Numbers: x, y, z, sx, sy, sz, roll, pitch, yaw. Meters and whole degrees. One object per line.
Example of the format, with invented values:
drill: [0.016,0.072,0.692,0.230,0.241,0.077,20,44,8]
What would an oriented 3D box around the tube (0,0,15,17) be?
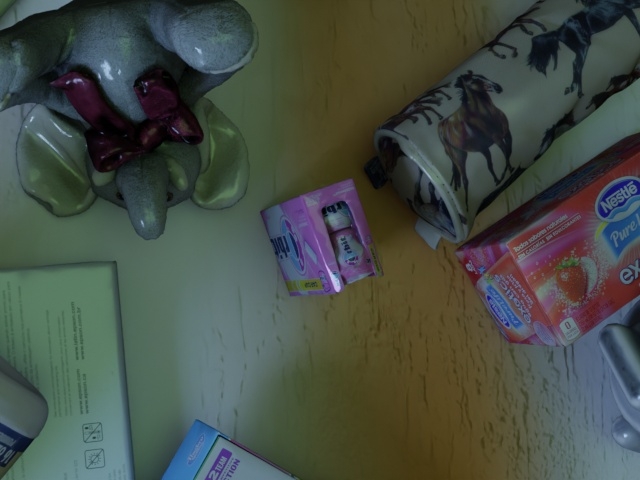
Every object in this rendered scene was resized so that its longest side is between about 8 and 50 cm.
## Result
tube: [-0.348,-0.292,1.143,0.240,0.062,0.070,-56,142,-17]

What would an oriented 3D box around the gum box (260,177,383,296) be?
gum box: [0.000,0.000,1.160,0.062,0.188,0.107,-20,92,-17]

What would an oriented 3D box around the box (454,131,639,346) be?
box: [0.337,-0.009,1.284,0.300,0.154,0.142,-32,95,-15]

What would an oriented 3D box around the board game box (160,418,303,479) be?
board game box: [-0.061,0.372,1.145,0.317,0.064,0.242,36,77,-26]

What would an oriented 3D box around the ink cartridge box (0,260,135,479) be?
ink cartridge box: [-0.364,0.193,1.101,0.330,0.071,0.324,-4,88,-14]

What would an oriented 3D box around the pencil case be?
pencil case: [0.247,-0.172,1.265,0.410,0.183,0.160,-40,70,-16]

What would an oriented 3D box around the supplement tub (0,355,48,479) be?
supplement tub: [-0.423,0.203,0.932,0.228,0.228,0.316,41,78,-11]

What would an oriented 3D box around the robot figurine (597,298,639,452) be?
robot figurine: [0.488,0.166,1.268,0.354,0.300,0.199,23,38,-36]

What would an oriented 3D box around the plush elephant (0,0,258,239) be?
plush elephant: [-0.194,-0.120,1.090,0.272,0.330,0.255,-11,113,-4]
